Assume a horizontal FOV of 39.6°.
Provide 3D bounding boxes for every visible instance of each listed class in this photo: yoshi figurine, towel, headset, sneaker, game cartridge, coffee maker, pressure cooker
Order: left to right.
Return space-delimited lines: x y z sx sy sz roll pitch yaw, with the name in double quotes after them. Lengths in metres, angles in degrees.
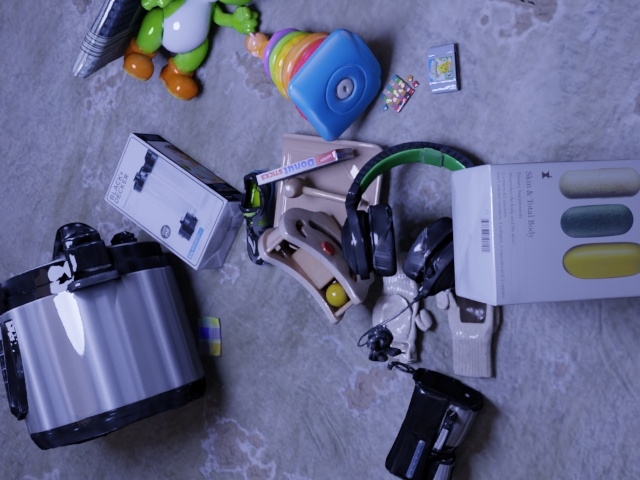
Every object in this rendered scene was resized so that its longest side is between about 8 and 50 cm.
-0.452 0.172 1.793 0.369 0.375 0.421 -19 86 25 "pressure cooker"
-0.363 -0.481 1.738 0.056 0.324 0.312 32 111 -6 "towel"
-0.230 -0.448 1.730 0.203 0.203 0.362 37 110 7 "yoshi figurine"
-0.234 0.203 1.869 0.060 0.009 0.083 3 95 32 "towel"
-0.131 -0.044 1.749 0.067 0.078 0.188 1 95 31 "sneaker"
0.141 0.008 1.465 0.243 0.185 0.394 13 72 12 "headset"
0.181 0.326 1.570 0.171 0.120 0.178 31 109 34 "coffee maker"
0.214 -0.301 1.561 0.056 0.017 0.083 -4 91 35 "game cartridge"

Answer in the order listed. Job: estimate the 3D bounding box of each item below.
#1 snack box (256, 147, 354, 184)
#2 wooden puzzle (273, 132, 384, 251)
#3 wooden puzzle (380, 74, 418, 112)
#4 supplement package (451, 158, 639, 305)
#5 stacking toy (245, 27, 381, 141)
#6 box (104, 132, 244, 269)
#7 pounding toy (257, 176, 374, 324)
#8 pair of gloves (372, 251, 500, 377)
-0.029 -0.136 1.637 0.178 0.064 0.022 -15 90 32 "snack box"
0.016 -0.076 1.684 0.220 0.044 0.239 11 104 30 "wooden puzzle"
0.139 -0.267 1.613 0.049 0.006 0.083 44 114 21 "wooden puzzle"
0.350 -0.016 1.324 0.262 0.198 0.199 -3 92 -8 "supplement package"
-0.045 -0.329 1.654 0.166 0.175 0.302 -50 47 -5 "stacking toy"
-0.300 -0.083 1.844 0.290 0.087 0.169 36 110 24 "box"
0.000 0.000 1.587 0.155 0.154 0.269 -43 79 32 "pounding toy"
0.200 0.131 1.584 0.240 0.042 0.204 10 99 31 "pair of gloves"
